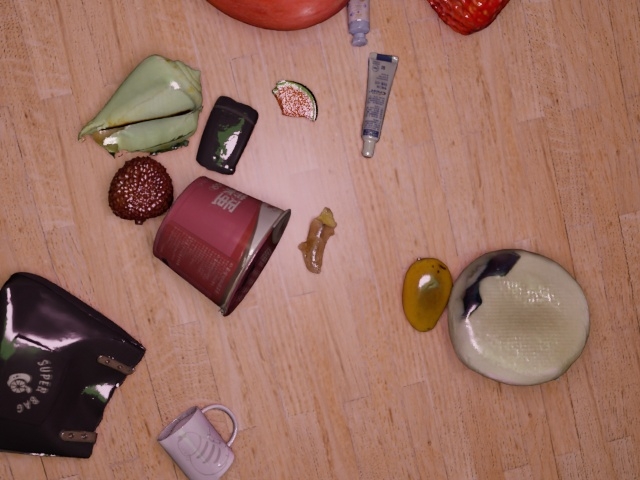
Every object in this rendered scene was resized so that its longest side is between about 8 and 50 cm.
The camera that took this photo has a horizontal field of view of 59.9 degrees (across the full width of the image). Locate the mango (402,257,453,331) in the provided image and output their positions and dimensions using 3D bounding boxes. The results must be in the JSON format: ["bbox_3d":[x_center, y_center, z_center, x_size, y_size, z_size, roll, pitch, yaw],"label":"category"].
[{"bbox_3d":[0.221,0.116,1.156,0.103,0.076,0.160,3,102,-12],"label":"mango"}]

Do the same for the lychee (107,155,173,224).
[{"bbox_3d":[-0.341,-0.096,1.061,0.124,0.123,0.128,-1,74,-6],"label":"lychee"}]

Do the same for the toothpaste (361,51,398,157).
[{"bbox_3d":[0.114,-0.275,1.135,0.062,0.037,0.216,9,89,-6],"label":"toothpaste"}]

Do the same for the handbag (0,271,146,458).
[{"bbox_3d":[-0.520,0.264,1.059,0.288,0.152,0.342,26,92,-19],"label":"handbag"}]

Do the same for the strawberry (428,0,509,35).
[{"bbox_3d":[0.285,-0.583,1.022,0.292,0.292,0.310,-40,123,-2],"label":"strawberry"}]

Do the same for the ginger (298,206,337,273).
[{"bbox_3d":[-0.005,-0.002,1.139,0.058,0.044,0.137,17,94,-25],"label":"ginger"}]

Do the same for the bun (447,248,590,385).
[{"bbox_3d":[0.388,0.159,1.135,0.284,0.179,0.283,0,74,-1],"label":"bun"}]

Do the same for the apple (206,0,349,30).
[{"bbox_3d":[-0.080,-0.550,0.940,0.364,0.364,0.363,0,94,-6],"label":"apple"}]

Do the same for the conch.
[{"bbox_3d":[-0.320,-0.236,1.052,0.250,0.143,0.137,-49,55,12],"label":"conch"}]

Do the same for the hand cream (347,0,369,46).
[{"bbox_3d":[0.075,-0.478,1.112,0.065,0.043,0.170,-2,92,-6],"label":"hand cream"}]

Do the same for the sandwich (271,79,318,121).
[{"bbox_3d":[-0.051,-0.283,1.123,0.101,0.026,0.069,12,97,-4],"label":"sandwich"}]

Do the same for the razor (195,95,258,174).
[{"bbox_3d":[-0.187,-0.204,1.098,0.090,0.054,0.147,22,91,-3],"label":"razor"}]

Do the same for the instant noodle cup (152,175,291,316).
[{"bbox_3d":[-0.186,-0.001,1.036,0.179,0.235,0.234,31,90,1],"label":"instant noodle cup"}]

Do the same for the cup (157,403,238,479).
[{"bbox_3d":[-0.233,0.403,1.114,0.136,0.099,0.133,-36,96,-2],"label":"cup"}]
